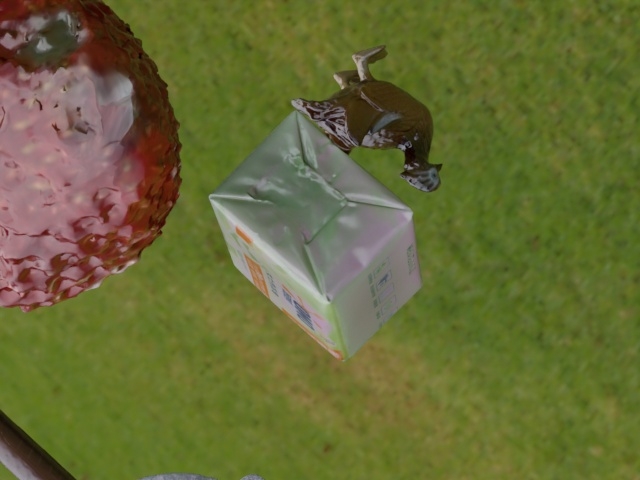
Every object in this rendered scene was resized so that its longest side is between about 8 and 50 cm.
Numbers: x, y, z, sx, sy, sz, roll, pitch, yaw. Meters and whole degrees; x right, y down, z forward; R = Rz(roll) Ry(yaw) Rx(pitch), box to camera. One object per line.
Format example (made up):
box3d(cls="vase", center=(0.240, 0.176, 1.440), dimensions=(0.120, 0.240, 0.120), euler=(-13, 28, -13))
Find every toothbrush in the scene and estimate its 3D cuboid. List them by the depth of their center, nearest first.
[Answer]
box3d(cls="toothbrush", center=(-0.230, 0.279, 1.579), dimensions=(0.041, 0.041, 0.364), euler=(-5, 133, 49))

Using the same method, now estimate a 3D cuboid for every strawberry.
box3d(cls="strawberry", center=(-0.257, -0.083, 1.330), dimensions=(0.292, 0.292, 0.310), euler=(44, -179, -1))

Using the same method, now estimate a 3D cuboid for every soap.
box3d(cls="soap", center=(0.000, 0.000, 1.651), dimensions=(0.182, 0.138, 0.199), euler=(40, 166, 20))

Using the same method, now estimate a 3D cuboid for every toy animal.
box3d(cls="toy animal", center=(0.057, -0.130, 1.839), dimensions=(0.089, 0.188, 0.179), euler=(-45, 60, 50))

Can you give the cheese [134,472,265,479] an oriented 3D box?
box3d(cls="cheese", center=(-0.112, 0.217, 0.863), dimensions=(0.135, 0.245, 0.052), euler=(56, 156, 4))
